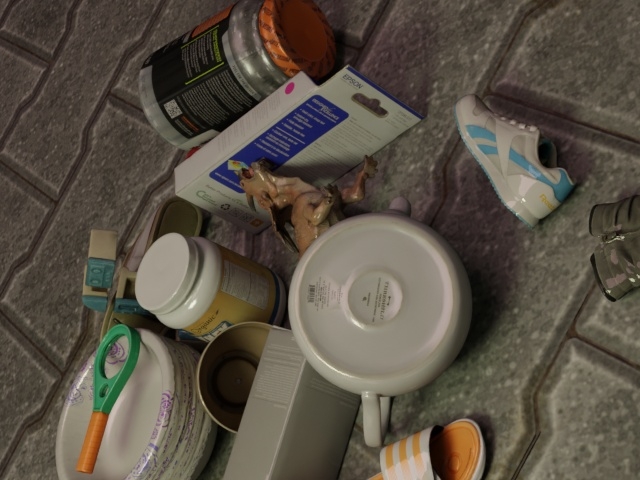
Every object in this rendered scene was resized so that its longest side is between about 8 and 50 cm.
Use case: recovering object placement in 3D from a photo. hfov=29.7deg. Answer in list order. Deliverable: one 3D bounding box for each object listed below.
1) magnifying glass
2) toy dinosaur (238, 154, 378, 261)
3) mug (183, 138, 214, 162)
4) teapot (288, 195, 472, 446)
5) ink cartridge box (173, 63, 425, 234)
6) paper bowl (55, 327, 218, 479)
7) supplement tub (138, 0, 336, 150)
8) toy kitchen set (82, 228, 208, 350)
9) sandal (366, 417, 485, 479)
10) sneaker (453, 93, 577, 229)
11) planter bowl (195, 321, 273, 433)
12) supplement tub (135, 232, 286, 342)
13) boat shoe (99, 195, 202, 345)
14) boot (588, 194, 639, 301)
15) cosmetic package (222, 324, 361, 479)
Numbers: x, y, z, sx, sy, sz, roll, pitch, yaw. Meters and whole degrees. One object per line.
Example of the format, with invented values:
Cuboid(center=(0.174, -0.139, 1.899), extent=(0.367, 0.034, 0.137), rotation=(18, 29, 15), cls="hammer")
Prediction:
Cuboid(center=(-0.327, 0.237, 1.827), extent=(0.092, 0.026, 0.231), rotation=(-7, 64, 46), cls="magnifying glass")
Cuboid(center=(0.000, 0.000, 1.773), extent=(0.200, 0.127, 0.295), rotation=(-37, 62, 42), cls="toy dinosaur")
Cuboid(center=(-0.130, -0.128, 1.969), extent=(0.169, 0.113, 0.150), rotation=(-25, 13, 31), cls="mug")
Cuboid(center=(0.084, 0.096, 1.581), extent=(0.256, 0.187, 0.252), rotation=(-40, 74, -1), cls="teapot")
Cuboid(center=(-0.038, -0.146, 1.841), extent=(0.371, 0.176, 0.069), rotation=(-31, 48, 32), cls="ink cartridge box")
Cuboid(center=(-0.271, 0.289, 1.871), extent=(0.284, 0.148, 0.284), rotation=(-24, 54, 37), cls="paper bowl")
Cuboid(center=(-0.138, -0.285, 2.013), extent=(0.316, 0.193, 0.193), rotation=(-21, 55, 39), cls="supplement tub")
Cuboid(center=(-0.266, 0.078, 1.895), extent=(0.166, 0.207, 0.122), rotation=(115, 156, -57), cls="toy kitchen set")
Cuboid(center=(0.094, 0.311, 1.524), extent=(0.265, 0.076, 0.102), rotation=(-38, 46, 27), cls="sandal")
Cuboid(center=(0.255, -0.120, 1.595), extent=(0.092, 0.087, 0.228), rotation=(-40, 52, 15), cls="sneaker")
Cuboid(center=(-0.111, 0.204, 1.759), extent=(0.109, 0.162, 0.162), rotation=(150, 137, -70), cls="planter bowl")
Cuboid(center=(-0.166, 0.080, 1.834), extent=(0.144, 0.200, 0.144), rotation=(-25, 53, 37), cls="supplement tub")
Cuboid(center=(-0.289, 0.072, 2.052), extent=(0.302, 0.113, 0.103), rotation=(-65, 16, -17), cls="boat shoe")
Cuboid(center=(0.390, 0.036, 1.373), extent=(0.161, 0.083, 0.246), rotation=(-35, 41, 38), cls="boot")
Cuboid(center=(-0.032, 0.252, 1.655), extent=(0.107, 0.127, 0.238), rotation=(8, 73, 49), cls="cosmetic package")
